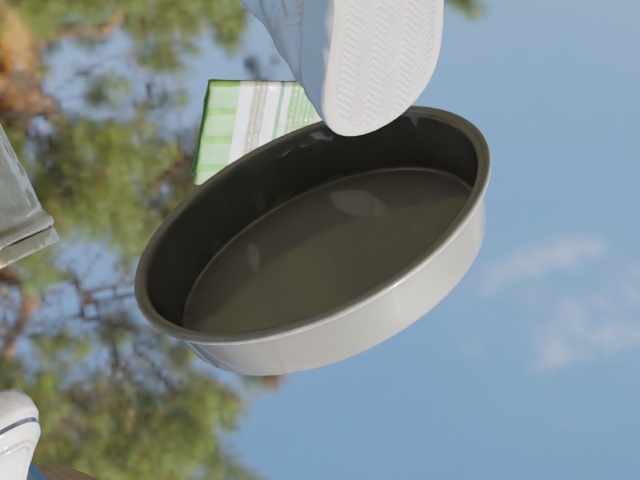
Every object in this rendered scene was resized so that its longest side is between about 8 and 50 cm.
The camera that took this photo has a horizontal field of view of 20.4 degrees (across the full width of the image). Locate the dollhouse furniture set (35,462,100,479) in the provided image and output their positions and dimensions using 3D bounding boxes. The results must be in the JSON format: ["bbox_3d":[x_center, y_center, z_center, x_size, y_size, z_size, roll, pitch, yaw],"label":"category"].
[{"bbox_3d":[-0.192,0.305,1.933,0.303,0.198,0.286,-16,-157,-42],"label":"dollhouse furniture set"}]

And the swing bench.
[{"bbox_3d":[-0.483,-0.055,2.114,0.255,0.253,0.165,-26,-177,7],"label":"swing bench"}]

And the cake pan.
[{"bbox_3d":[0.000,0.000,1.366,0.293,0.054,0.293,-19,-149,12],"label":"cake pan"}]

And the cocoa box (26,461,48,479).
[{"bbox_3d":[-0.421,0.318,1.601,0.347,0.228,0.231,-6,-158,-29],"label":"cocoa box"}]

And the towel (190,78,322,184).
[{"bbox_3d":[-0.043,-0.103,1.687,0.152,0.113,0.023,1,-150,-20],"label":"towel"}]

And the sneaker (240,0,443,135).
[{"bbox_3d":[-0.004,-0.209,0.890,0.108,0.292,0.169,-20,-127,-27],"label":"sneaker"}]

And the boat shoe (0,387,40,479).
[{"bbox_3d":[-0.206,0.170,1.078,0.083,0.226,0.076,-26,-109,-36],"label":"boat shoe"}]
